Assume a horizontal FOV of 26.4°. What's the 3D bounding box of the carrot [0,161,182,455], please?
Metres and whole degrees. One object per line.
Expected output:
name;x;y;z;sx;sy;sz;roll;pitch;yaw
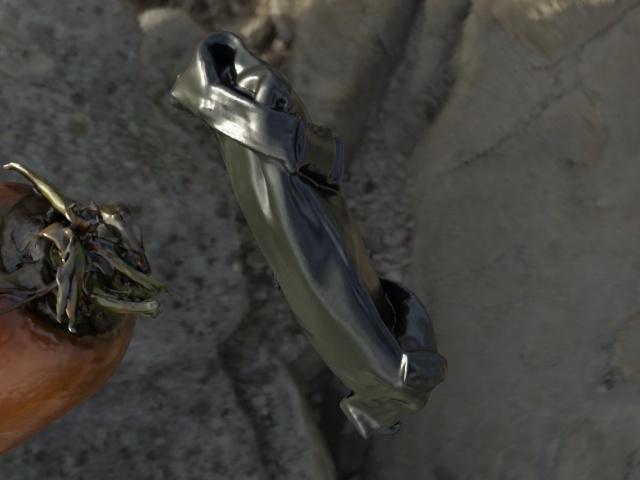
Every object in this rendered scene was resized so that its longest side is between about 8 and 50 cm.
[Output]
carrot;-0.261;0.057;1.088;0.331;0.214;0.193;-30;46;27

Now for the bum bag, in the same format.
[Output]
bum bag;0.000;0.000;0.960;0.080;0.142;0.326;-34;107;-24
